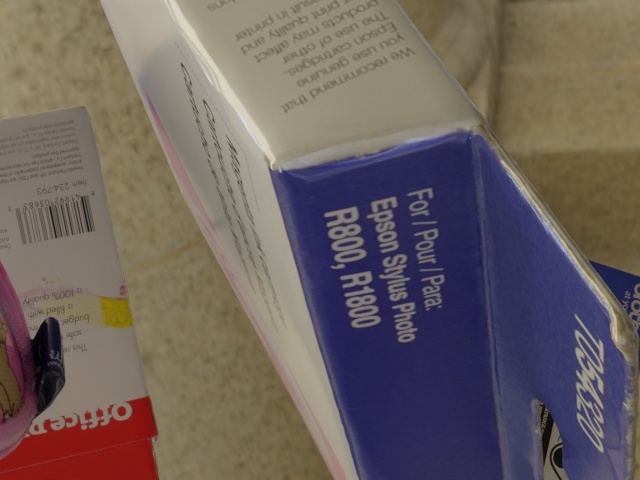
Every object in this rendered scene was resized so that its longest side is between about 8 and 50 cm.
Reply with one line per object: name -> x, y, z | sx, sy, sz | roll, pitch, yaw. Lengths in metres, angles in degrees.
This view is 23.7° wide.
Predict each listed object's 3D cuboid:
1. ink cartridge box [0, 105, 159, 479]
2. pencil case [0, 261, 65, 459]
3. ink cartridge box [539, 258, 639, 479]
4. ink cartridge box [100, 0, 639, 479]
ink cartridge box -> -0.170, 0.054, 0.824 | 0.134, 0.078, 0.231 | -11, -91, -14
pencil case -> -0.284, 0.103, 0.605 | 0.386, 0.167, 0.160 | -35, -123, 21
ink cartridge box -> 0.210, 0.121, 1.273 | 0.097, 0.046, 0.207 | 17, -105, -12
ink cartridge box -> 0.000, 0.000, 0.575 | 0.071, 0.324, 0.330 | -25, -123, -7
